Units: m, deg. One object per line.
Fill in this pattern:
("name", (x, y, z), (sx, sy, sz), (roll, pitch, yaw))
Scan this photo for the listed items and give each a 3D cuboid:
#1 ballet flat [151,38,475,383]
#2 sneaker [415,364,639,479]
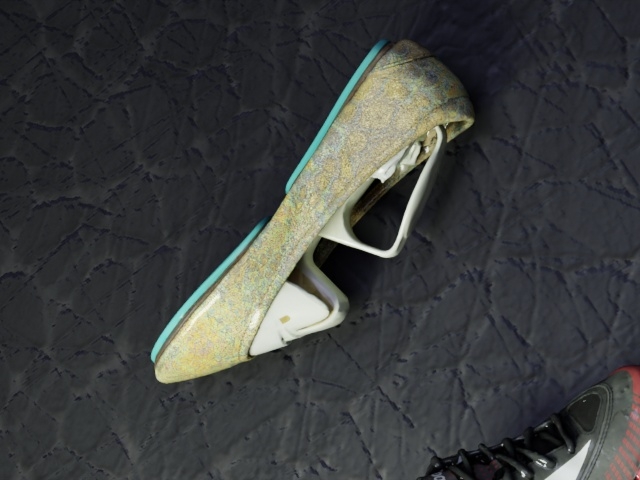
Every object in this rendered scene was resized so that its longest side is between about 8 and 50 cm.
("ballet flat", (0.000, 0.000, 1.518), (0.123, 0.123, 0.348), (40, 97, 26))
("sneaker", (0.148, 0.188, 1.384), (0.276, 0.135, 0.097), (-49, 23, 8))
